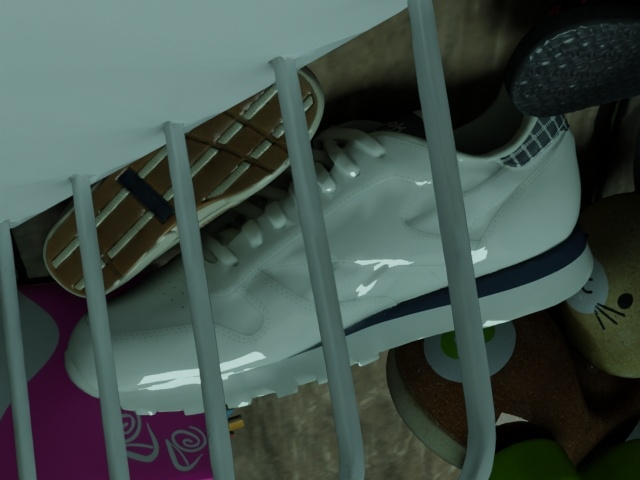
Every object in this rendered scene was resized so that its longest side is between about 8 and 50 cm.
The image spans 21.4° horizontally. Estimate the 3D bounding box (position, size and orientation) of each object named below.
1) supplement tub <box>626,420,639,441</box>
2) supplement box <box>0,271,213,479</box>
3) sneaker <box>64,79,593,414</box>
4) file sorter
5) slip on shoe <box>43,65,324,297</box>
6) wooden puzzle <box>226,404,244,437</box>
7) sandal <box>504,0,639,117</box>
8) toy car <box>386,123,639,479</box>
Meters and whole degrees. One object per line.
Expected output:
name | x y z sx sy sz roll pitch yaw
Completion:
supplement tub | 0.313 0.086 0.974 0.316 0.193 0.193 -23 153 5
supplement box | -0.139 0.120 0.804 0.111 0.114 0.220 -6 148 -26
sneaker | 0.000 0.000 0.710 0.235 0.090 0.095 -20 116 -16
file sorter | -0.107 0.023 0.493 0.193 0.173 0.277 1 165 -37
slip on shoe | -0.053 -0.028 0.672 0.135 0.051 0.041 -42 -173 20
wooden puzzle | -0.078 0.106 0.936 0.083 0.006 0.049 -5 149 -29
sandal | 0.127 -0.086 0.703 0.067 0.040 0.179 -35 165 36
toy car | 0.131 0.026 0.793 0.149 0.155 0.188 6 133 -42
